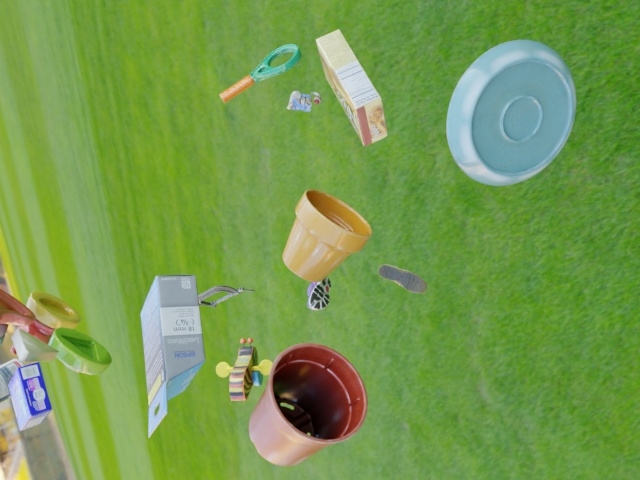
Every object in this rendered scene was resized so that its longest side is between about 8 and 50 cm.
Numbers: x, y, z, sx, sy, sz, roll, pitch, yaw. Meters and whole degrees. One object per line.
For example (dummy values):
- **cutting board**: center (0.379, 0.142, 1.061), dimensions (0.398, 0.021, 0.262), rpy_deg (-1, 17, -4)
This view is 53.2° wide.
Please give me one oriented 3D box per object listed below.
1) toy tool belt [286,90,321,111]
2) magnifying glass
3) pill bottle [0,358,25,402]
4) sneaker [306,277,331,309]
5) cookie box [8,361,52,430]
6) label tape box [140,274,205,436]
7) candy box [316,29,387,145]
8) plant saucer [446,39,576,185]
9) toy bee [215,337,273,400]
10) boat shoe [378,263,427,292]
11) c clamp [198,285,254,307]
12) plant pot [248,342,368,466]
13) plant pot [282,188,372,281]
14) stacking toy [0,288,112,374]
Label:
- **toy tool belt**: center (-0.042, -0.351, 1.646), dimensions (0.052, 0.083, 0.051), rpy_deg (86, -167, -50)
- **magnifying glass**: center (-0.151, -0.418, 1.604), dimensions (0.026, 0.231, 0.092), rpy_deg (58, 180, -43)
- **pill bottle**: center (-1.011, 0.454, 1.990), dimensions (0.108, 0.180, 0.107), rpy_deg (16, 118, 34)
- **sneaker**: center (-0.012, 0.171, 2.001), dimensions (0.071, 0.170, 0.068), rpy_deg (-38, 104, 25)
- **cookie box**: center (-0.521, 0.279, 1.144), dimensions (0.107, 0.040, 0.091), rpy_deg (-41, 67, 47)
- **label tape box**: center (-0.364, 0.285, 1.574), dimensions (0.240, 0.106, 0.333), rpy_deg (128, 136, -53)
- **candy box**: center (0.095, -0.464, 1.943), dimensions (0.183, 0.088, 0.316), rpy_deg (66, 179, -60)
- **plant saucer**: center (0.422, -0.264, 1.370), dimensions (0.043, 0.318, 0.317), rpy_deg (-131, 34, -62)
- **toy bee**: center (-0.269, 0.432, 2.237), dimensions (0.298, 0.195, 0.162), rpy_deg (-147, 49, -76)
- **boat shoe**: center (0.247, 0.111, 1.915), dimensions (0.048, 0.153, 0.056), rpy_deg (-32, -38, -77)
- **c clamp**: center (-0.306, 0.175, 1.976), dimensions (0.161, 0.137, 0.022), rpy_deg (-25, 62, 24)
- **plant pot**: center (-0.055, 0.455, 1.693), dimensions (0.272, 0.273, 0.265), rpy_deg (60, 139, 24)
- **plant pot**: center (0.000, 0.000, 1.675), dimensions (0.188, 0.205, 0.205), rpy_deg (-57, 49, 20)
- **stacking toy**: center (-0.594, 0.212, 1.283), dimensions (0.280, 0.309, 0.130), rpy_deg (35, 91, 28)
